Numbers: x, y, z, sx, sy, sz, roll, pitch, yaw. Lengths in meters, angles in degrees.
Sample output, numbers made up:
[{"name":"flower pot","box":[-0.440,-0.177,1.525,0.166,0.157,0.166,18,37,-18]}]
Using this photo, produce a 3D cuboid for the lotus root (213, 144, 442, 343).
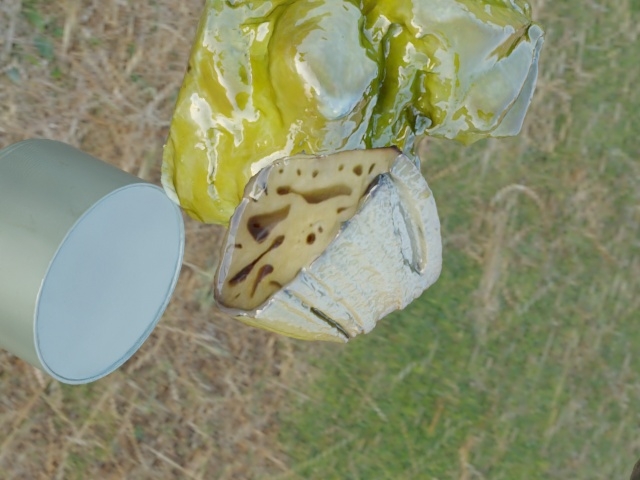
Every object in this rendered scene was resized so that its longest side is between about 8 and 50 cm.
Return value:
[{"name":"lotus root","box":[0.002,0.003,0.890,0.159,0.095,0.135,-34,140,1]}]

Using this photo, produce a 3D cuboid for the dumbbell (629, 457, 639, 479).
[{"name":"dumbbell","box":[0.338,0.133,0.756,0.204,0.322,0.203,9,58,-14]}]

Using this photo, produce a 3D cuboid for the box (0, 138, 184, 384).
[{"name":"box","box":[-0.271,0.019,1.372,0.226,0.149,0.226,-41,144,-39]}]

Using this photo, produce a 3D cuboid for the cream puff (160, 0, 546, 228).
[{"name":"cream puff","box":[0.036,-0.146,1.090,0.276,0.378,0.378,18,90,-3]}]
